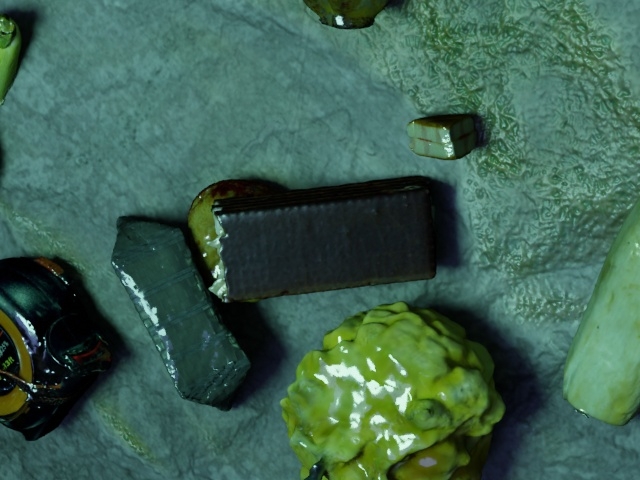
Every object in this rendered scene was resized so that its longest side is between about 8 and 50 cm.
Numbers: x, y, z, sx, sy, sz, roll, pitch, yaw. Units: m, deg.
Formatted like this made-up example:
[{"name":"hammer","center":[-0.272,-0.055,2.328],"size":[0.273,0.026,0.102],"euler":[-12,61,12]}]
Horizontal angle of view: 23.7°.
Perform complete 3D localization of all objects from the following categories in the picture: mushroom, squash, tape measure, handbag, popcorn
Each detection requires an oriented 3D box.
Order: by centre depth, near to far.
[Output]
[{"name":"mushroom","center":[0.331,0.049,1.552],"size":[0.100,0.081,0.312],"euler":[31,119,22]},{"name":"popcorn","center":[0.072,0.188,1.646],"size":[0.249,0.225,0.249],"euler":[6,100,32]},{"name":"handbag","center":[-0.166,0.085,1.781],"size":[0.089,0.175,0.270],"euler":[-28,92,-8]},{"name":"squash","center":[-0.396,-0.229,1.845],"size":[0.200,0.075,0.090],"euler":[-36,68,52]},{"name":"tape measure","center":[-0.374,0.127,1.911],"size":[0.223,0.135,0.202],"euler":[47,130,10]}]

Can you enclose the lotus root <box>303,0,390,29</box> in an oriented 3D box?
[{"name":"lotus root","center":[0.019,-0.339,1.570],"size":[0.124,0.123,0.241],"euler":[12,117,55]}]

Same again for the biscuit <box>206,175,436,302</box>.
[{"name":"biscuit","center":[0.000,0.000,1.651],"size":[0.252,0.070,0.106],"euler":[-7,105,-2]}]

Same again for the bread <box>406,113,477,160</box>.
[{"name":"bread","center":[0.136,-0.111,1.621],"size":[0.109,0.062,0.043],"euler":[-161,61,-68]}]

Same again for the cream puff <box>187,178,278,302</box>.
[{"name":"cream puff","center":[-0.083,-0.002,1.747],"size":[0.149,0.084,0.149],"euler":[11,112,29]}]
